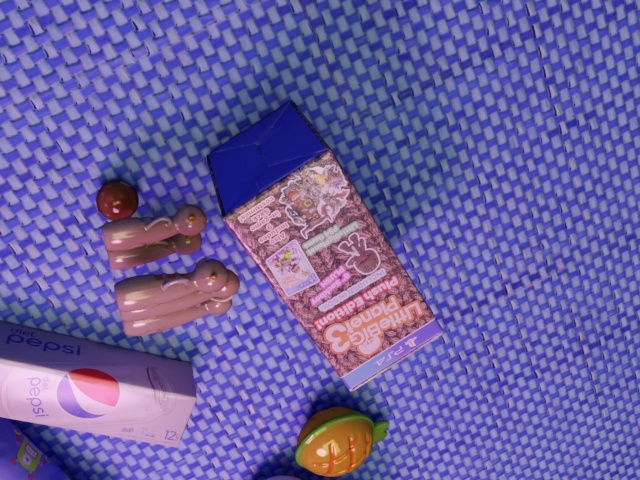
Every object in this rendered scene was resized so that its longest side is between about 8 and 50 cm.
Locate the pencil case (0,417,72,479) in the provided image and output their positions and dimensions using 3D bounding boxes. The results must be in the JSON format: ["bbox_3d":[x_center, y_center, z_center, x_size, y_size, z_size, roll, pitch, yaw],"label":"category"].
[{"bbox_3d":[-0.425,0.352,1.058,0.119,0.133,0.306,-31,117,15],"label":"pencil case"}]

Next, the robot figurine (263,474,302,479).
[{"bbox_3d":[-0.011,0.494,1.199,0.278,0.173,0.209,34,102,-25],"label":"robot figurine"}]

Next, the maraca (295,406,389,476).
[{"bbox_3d":[0.037,0.321,1.183,0.186,0.099,0.127,18,121,-47],"label":"maraca"}]

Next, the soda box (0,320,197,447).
[{"bbox_3d":[-0.323,0.202,1.034,0.286,0.098,0.091,17,108,-20],"label":"soda box"}]

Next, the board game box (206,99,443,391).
[{"bbox_3d":[0.000,0.000,0.952,0.141,0.232,0.291,-33,117,2],"label":"board game box"}]

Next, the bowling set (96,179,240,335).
[{"bbox_3d":[-0.193,0.004,0.942,0.154,0.287,0.199,-12,82,-16],"label":"bowling set"}]
